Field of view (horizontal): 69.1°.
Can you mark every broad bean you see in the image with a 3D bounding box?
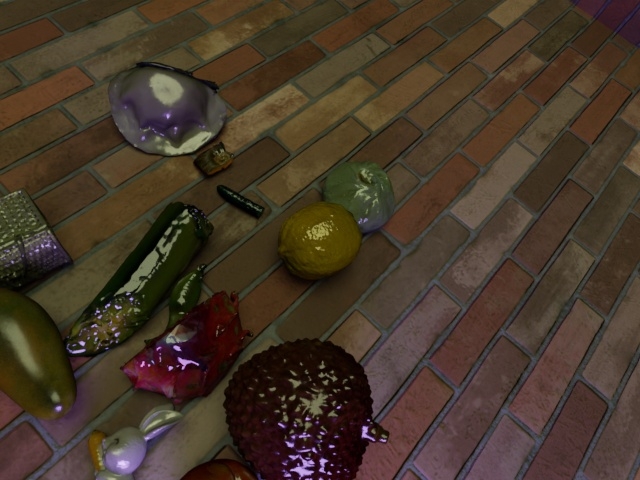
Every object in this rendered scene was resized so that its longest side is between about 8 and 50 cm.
[{"bbox_3d":[-0.297,0.142,0.990,0.070,0.048,0.213,24,63,0],"label":"broad bean"}]

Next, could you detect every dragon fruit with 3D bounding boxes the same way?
[{"bbox_3d":[-0.230,0.219,0.896,0.274,0.126,0.161,-38,96,-21],"label":"dragon fruit"}]

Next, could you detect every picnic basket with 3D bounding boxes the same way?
[{"bbox_3d":[-0.634,0.022,0.932,0.196,0.134,0.154,-31,69,-25],"label":"picnic basket"}]

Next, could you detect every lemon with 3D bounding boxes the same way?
[{"bbox_3d":[-0.002,0.000,1.058,0.193,0.180,0.180,-11,61,-50],"label":"lemon"}]

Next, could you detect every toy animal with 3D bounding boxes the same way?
[{"bbox_3d":[-0.344,0.381,0.844,0.127,0.131,0.181,27,63,-35],"label":"toy animal"}]

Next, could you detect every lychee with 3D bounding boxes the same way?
[{"bbox_3d":[-0.026,0.307,0.836,0.304,0.275,0.275,10,59,12],"label":"lychee"}]

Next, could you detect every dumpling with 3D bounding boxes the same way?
[{"bbox_3d":[-0.382,-0.340,1.169,0.293,0.163,0.204,14,55,-18],"label":"dumpling"}]

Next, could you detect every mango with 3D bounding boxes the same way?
[{"bbox_3d":[-0.543,0.207,0.848,0.289,0.146,0.129,53,24,11],"label":"mango"}]

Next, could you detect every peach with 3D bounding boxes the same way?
[{"bbox_3d":[-0.177,0.464,0.771,0.197,0.197,0.197,5,62,-10],"label":"peach"}]

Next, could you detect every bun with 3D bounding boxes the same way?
[{"bbox_3d":[0.102,-0.118,1.180,0.196,0.118,0.195,6,64,-12],"label":"bun"}]

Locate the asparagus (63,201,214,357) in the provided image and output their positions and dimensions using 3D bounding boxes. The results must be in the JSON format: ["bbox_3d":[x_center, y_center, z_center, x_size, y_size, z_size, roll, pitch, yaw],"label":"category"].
[{"bbox_3d":[-0.372,0.085,0.970,0.128,0.108,0.382,21,61,17],"label":"asparagus"}]

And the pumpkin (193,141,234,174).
[{"bbox_3d":[-0.272,-0.205,1.191,0.101,0.035,0.073,-38,64,-23],"label":"pumpkin"}]

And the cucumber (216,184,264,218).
[{"bbox_3d":[-0.202,-0.100,1.149,0.133,0.032,0.032,30,60,3],"label":"cucumber"}]
